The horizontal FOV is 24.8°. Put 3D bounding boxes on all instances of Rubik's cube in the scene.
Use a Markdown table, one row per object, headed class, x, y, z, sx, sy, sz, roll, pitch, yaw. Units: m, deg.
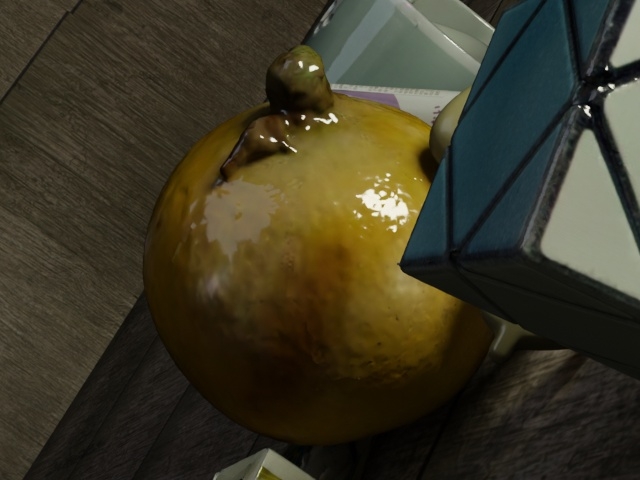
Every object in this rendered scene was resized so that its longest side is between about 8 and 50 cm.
| class | x | y | z | sx | sy | sz | roll | pitch | yaw |
| --- | --- | --- | --- | --- | --- | --- | --- | --- | --- |
| Rubik's cube | 0.201 | -0.034 | 0.896 | 0.205 | 0.207 | 0.205 | -68 | 15 | -9 |

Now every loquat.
| class | x | y | z | sx | sy | sz | roll | pitch | yaw |
| --- | --- | --- | --- | --- | --- | --- | --- | --- | --- |
| loquat | 0.000 | 0.000 | 1.281 | 0.328 | 0.359 | 0.328 | -8 | 26 | 4 |

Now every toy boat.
| class | x | y | z | sx | sy | sz | roll | pitch | yaw |
| --- | --- | --- | --- | --- | --- | --- | --- | --- | --- |
| toy boat | 0.015 | 0.191 | 1.371 | 0.210 | 0.084 | 0.066 | -55 | -2 | -38 |

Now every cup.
| class | x | y | z | sx | sy | sz | roll | pitch | yaw |
| --- | --- | --- | --- | --- | --- | --- | --- | --- | --- |
| cup | 0.096 | -0.125 | 1.613 | 0.274 | 0.259 | 0.357 | -50 | -18 | 18 |

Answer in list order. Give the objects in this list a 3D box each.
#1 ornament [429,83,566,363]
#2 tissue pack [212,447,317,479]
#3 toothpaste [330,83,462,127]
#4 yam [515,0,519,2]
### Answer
| class | x | y | z | sx | sy | sz | roll | pitch | yaw |
| --- | --- | --- | --- | --- | --- | --- | --- | --- | --- |
| ornament | 0.179 | -0.032 | 1.157 | 0.245 | 0.230 | 0.061 | -35 | -22 | -15 |
| tissue pack | -0.023 | 0.250 | 1.149 | 0.106 | 0.149 | 0.099 | -35 | 21 | 56 |
| toothpaste | 0.102 | -0.103 | 1.403 | 0.073 | 0.299 | 0.114 | -65 | -28 | -55 |
| yam | 0.301 | -0.235 | 1.394 | 0.259 | 0.106 | 0.106 | 9 | 61 | 54 |
